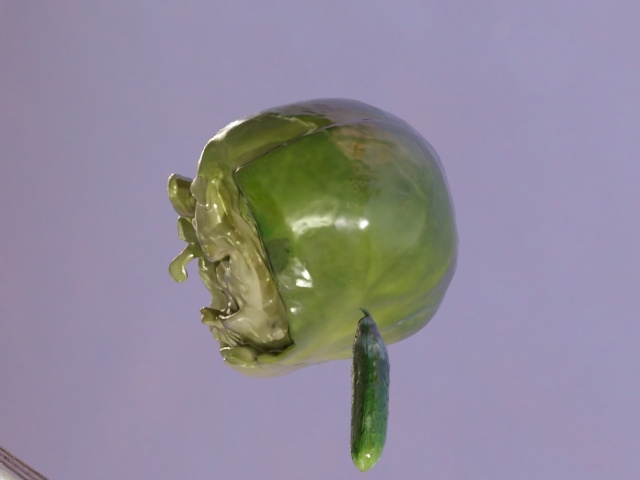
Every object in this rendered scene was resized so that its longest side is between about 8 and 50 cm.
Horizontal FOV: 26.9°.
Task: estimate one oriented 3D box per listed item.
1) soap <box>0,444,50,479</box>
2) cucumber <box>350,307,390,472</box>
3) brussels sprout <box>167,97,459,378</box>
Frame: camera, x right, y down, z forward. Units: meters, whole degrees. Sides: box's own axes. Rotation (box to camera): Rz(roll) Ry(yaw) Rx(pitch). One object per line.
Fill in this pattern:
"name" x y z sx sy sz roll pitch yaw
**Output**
"soap" -0.365 0.293 1.530 0.173 0.274 0.089 32 -103 37
"cucumber" 0.045 0.130 1.193 0.037 0.037 0.155 -37 -136 51
"brussels sprout" 0.000 0.000 1.520 0.276 0.315 0.371 63 -31 25
